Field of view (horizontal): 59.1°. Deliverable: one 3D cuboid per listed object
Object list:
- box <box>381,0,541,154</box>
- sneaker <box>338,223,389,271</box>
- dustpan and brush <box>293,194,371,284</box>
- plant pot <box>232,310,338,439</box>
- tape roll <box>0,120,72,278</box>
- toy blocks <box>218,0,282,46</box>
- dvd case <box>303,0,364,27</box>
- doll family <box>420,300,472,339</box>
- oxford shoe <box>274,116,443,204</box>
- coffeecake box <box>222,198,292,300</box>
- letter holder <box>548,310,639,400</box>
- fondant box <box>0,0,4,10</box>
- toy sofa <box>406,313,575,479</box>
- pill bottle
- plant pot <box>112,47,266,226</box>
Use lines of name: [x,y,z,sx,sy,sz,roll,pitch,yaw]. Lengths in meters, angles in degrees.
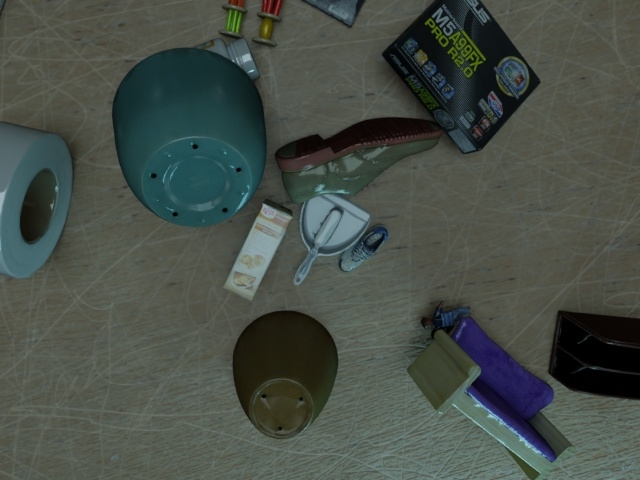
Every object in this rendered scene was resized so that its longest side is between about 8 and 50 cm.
box: [0.284,-0.343,1.122,0.216,0.060,0.270,-46,104,-14]
sneaker: [0.091,0.016,1.210,0.135,0.058,0.052,-45,96,5]
dustpan and brush: [0.000,0.000,1.202,0.147,0.060,0.211,30,95,-4]
plant pot: [-0.075,0.286,1.142,0.237,0.254,0.237,0,96,-2]
tape roll: [-0.576,-0.074,1.064,0.100,0.286,0.286,13,97,-4]
toy blocks: [-0.134,-0.479,1.136,0.123,0.054,0.148,12,100,-4]
dvd case: [0.043,-0.576,1.152,0.164,0.018,0.221,28,97,-4]
doll family: [0.282,0.222,1.239,0.111,0.076,0.193,-9,93,4]
oxford shoe: [0.085,-0.168,1.173,0.348,0.123,0.130,-13,121,-2]
coffeecake box: [-0.125,0.014,1.160,0.068,0.142,0.185,26,96,-6]
letter holder: [0.679,0.260,1.181,0.302,0.214,0.152,6,97,-3]
fondant box: [-0.737,-0.551,1.092,0.238,0.096,0.330,23,95,-4]
toy sofa: [0.371,0.327,1.165,0.362,0.150,0.177,40,96,-24]
pill bottle: [-0.235,-0.326,1.125,0.215,0.117,0.117,-21,98,1]
plant pot: [-0.230,-0.165,1.025,0.293,0.235,0.293,-8,130,-10]
